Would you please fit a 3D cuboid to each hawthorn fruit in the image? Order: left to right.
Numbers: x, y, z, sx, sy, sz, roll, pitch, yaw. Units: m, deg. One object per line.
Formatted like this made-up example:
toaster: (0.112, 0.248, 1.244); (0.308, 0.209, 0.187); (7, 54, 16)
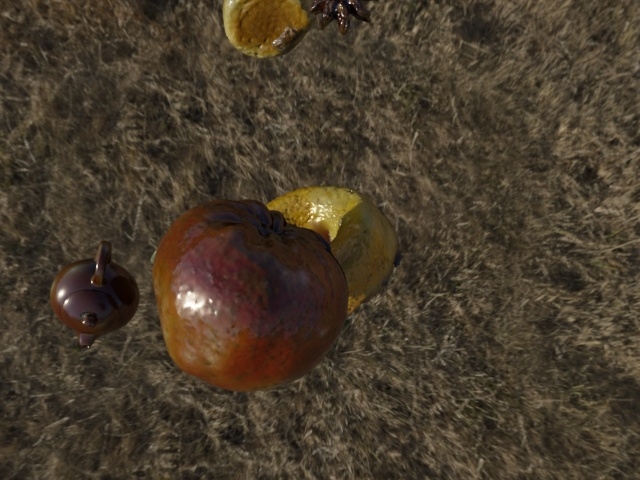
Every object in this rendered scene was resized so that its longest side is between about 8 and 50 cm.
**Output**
hawthorn fruit: (-0.157, 0.125, 1.229); (0.402, 0.403, 0.403); (0, 79, 1)

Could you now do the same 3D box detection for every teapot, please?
teapot: (-0.461, 0.114, 1.249); (0.178, 0.135, 0.252); (10, 123, -21)

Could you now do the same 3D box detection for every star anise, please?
star anise: (0.023, -0.572, 1.360); (0.234, 0.073, 0.177); (42, 92, 7)

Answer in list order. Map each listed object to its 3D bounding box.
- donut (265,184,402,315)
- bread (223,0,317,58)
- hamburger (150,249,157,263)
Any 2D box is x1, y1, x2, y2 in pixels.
donut: (0.000, 0.000, 1.621); (0.377, 0.163, 0.435); (-32, 42, 0)
bread: (-0.125, -0.574, 1.512); (0.244, 0.245, 0.134); (-2, 53, 0)
hamburger: (-0.397, 0.056, 1.597); (0.084, 0.121, 0.054); (47, 63, 0)
